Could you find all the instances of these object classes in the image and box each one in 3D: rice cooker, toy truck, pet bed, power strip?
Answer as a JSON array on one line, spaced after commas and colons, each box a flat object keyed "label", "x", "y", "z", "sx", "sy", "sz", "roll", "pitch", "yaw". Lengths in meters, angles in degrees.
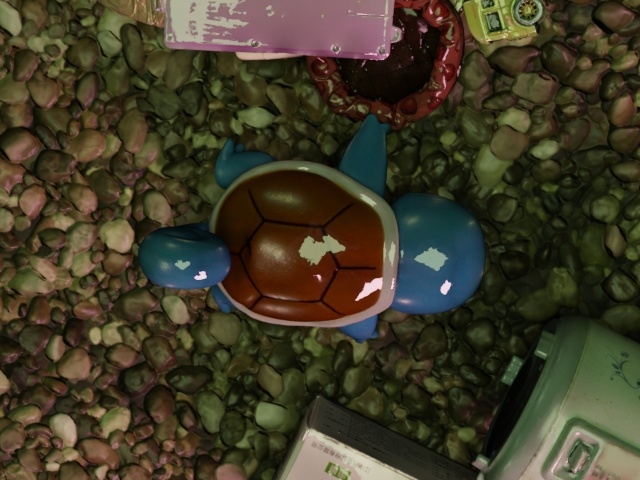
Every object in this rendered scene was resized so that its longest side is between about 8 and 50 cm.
[{"label": "rice cooker", "x": 0.352, "y": 0.244, "z": 1.477, "sx": 0.316, "sy": 0.264, "sz": 0.317, "roll": 1, "pitch": 98, "yaw": 6}, {"label": "toy truck", "x": 0.195, "y": -0.326, "z": 1.482, "sx": 0.116, "sy": 0.085, "sz": 0.191, "roll": -14, "pitch": 97, "yaw": 16}, {"label": "pet bed", "x": 0.077, "y": -0.226, "z": 1.496, "sx": 0.201, "sy": 0.053, "sz": 0.201, "roll": 8, "pitch": 123, "yaw": 12}, {"label": "power strip", "x": -0.046, "y": -0.264, "z": 1.389, "sx": 0.278, "sy": 0.037, "sz": 0.109, "roll": 2, "pitch": 106, "yaw": -8}]

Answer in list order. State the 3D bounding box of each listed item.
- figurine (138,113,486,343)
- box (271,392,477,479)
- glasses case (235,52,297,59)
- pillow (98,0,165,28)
[{"label": "figurine", "x": -0.018, "y": -0.006, "z": 1.490, "sx": 0.416, "sy": 0.243, "sz": 0.298, "roll": 1, "pitch": 98, "yaw": -15}, {"label": "box", "x": 0.098, "y": 0.355, "z": 1.571, "sx": 0.332, "sy": 0.145, "sz": 0.173, "roll": 26, "pitch": 102, "yaw": -1}, {"label": "glasses case", "x": -0.070, "y": -0.372, "z": 1.466, "sx": 0.070, "sy": 0.131, "sz": 0.313, "roll": -4, "pitch": 99, "yaw": 10}, {"label": "pillow", "x": -0.188, "y": -0.314, "z": 1.468, "sx": 0.232, "sy": 0.043, "sz": 0.126, "roll": 23, "pitch": 117, "yaw": 35}]
